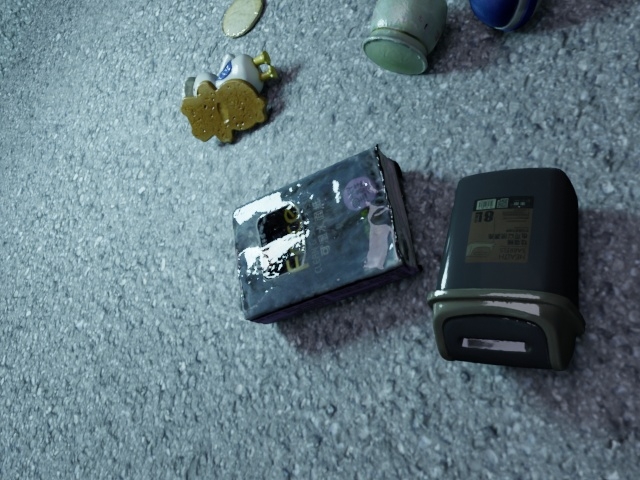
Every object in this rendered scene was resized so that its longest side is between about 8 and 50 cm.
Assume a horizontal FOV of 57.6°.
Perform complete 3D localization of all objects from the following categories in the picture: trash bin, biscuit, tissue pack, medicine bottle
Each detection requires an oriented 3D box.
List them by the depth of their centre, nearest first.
[{"bbox_3d":[0.287,0.046,0.883,0.210,0.182,0.290,-3,63,36],"label":"trash bin"},{"bbox_3d":[0.000,0.000,1.145,0.361,0.122,0.259,-20,63,26],"label":"tissue pack"},{"bbox_3d":[0.172,-0.430,1.188,0.147,0.147,0.143,16,83,39],"label":"medicine bottle"},{"bbox_3d":[-0.238,-0.329,1.456,0.226,0.166,0.036,-16,21,22],"label":"biscuit"},{"bbox_3d":[-0.223,-0.639,1.647,0.152,0.020,0.152,-14,63,30],"label":"biscuit"}]

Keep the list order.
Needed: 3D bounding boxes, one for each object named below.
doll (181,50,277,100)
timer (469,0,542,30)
[{"bbox_3d":[-0.246,-0.398,1.497,0.293,0.119,0.138,-15,105,29],"label":"doll"},{"bbox_3d":[0.293,-0.566,1.121,0.270,0.270,0.383,-36,67,18],"label":"timer"}]
